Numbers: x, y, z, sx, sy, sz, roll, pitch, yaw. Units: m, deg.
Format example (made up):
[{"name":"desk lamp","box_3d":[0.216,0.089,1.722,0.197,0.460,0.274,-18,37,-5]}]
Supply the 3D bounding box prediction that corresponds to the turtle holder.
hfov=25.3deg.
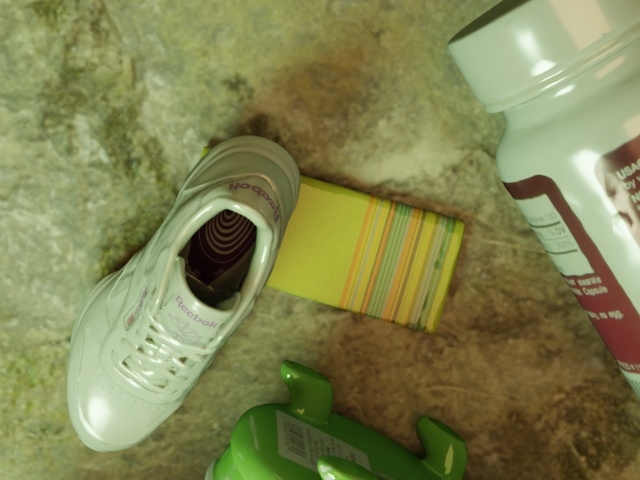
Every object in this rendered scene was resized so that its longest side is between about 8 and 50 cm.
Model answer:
[{"name":"turtle holder","box_3d":[0.037,0.269,1.166,0.320,0.243,0.227,20,107,-40]}]

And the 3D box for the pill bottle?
[{"name":"pill bottle","box_3d":[0.280,-0.040,1.126,0.224,0.224,0.392,-32,98,1]}]

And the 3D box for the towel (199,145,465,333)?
[{"name":"towel","box_3d":[0.000,0.000,1.220,0.237,0.021,0.102,16,91,-4]}]

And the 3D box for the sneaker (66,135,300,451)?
[{"name":"sneaker","box_3d":[-0.125,0.057,1.139,0.114,0.152,0.305,29,110,-9]}]
